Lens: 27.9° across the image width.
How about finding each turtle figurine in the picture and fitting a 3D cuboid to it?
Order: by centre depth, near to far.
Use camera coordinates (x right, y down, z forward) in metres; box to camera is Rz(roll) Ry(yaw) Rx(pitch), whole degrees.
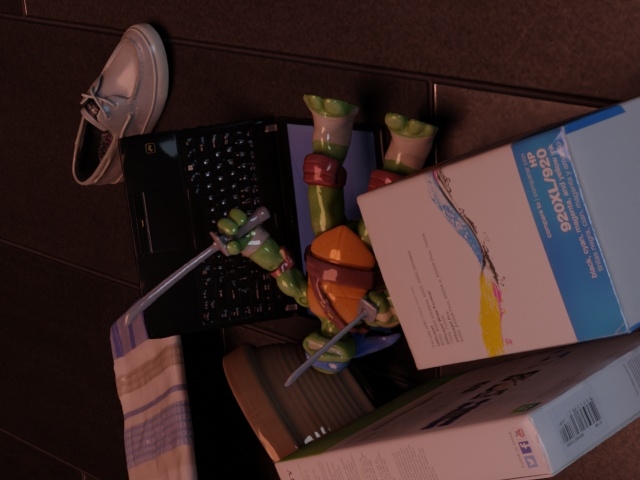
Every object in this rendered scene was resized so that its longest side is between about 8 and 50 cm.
[{"bbox_3d":[0.000,0.000,1.219,0.198,0.274,0.266,21,98,58],"label":"turtle figurine"}]

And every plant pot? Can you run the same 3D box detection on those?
[{"bbox_3d":[0.007,0.189,1.363,0.109,0.237,0.237,-35,77,2],"label":"plant pot"}]

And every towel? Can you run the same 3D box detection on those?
[{"bbox_3d":[-0.206,0.209,1.578,0.209,0.034,0.285,-36,59,59],"label":"towel"}]

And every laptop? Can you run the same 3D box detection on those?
[{"bbox_3d":[-0.066,-0.003,1.369,0.136,0.264,0.234,-125,27,-72],"label":"laptop"}]

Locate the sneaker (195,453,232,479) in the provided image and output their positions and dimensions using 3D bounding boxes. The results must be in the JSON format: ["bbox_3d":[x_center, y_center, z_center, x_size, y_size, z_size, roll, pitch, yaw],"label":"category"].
[{"bbox_3d":[-0.137,0.323,1.626,0.222,0.118,0.083,-134,54,-62],"label":"sneaker"}]

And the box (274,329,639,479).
[{"bbox_3d":[0.143,0.162,1.161,0.322,0.232,0.058,-19,92,48],"label":"box"}]

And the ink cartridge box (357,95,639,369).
[{"bbox_3d":[0.184,-0.006,1.094,0.232,0.171,0.168,-17,93,47],"label":"ink cartridge box"}]

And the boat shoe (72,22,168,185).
[{"bbox_3d":[-0.243,-0.152,1.526,0.079,0.081,0.227,43,132,24],"label":"boat shoe"}]
